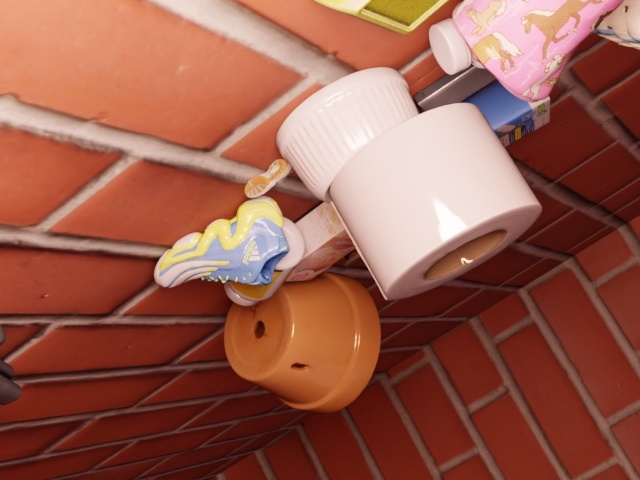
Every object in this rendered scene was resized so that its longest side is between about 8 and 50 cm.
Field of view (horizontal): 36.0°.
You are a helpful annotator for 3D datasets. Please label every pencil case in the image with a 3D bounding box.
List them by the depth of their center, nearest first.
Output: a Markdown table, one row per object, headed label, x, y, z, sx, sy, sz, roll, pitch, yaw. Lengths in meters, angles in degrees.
| label | x | y | z | sx | sy | sz | roll | pitch | yaw |
| --- | --- | --- | --- | --- | --- | --- | --- | --- | --- |
| pencil case | 0.321 | -0.336 | 1.098 | 0.160 | 0.167 | 0.386 | 28 | 123 | -24 |

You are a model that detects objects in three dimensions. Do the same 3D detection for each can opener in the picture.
| label | x | y | z | sx | sy | sz | roll | pitch | yaw |
| --- | --- | --- | --- | --- | --- | --- | --- | --- | --- |
| can opener | -0.509 | 0.193 | 1.540 | 0.095 | 0.076 | 0.283 | -25 | 164 | -8 |

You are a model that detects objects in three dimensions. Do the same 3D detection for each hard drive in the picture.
| label | x | y | z | sx | sy | sz | roll | pitch | yaw |
| --- | --- | --- | --- | --- | --- | --- | --- | --- | --- |
| hard drive | 0.215 | -0.241 | 1.512 | 0.135 | 0.022 | 0.094 | -33 | 163 | 14 |

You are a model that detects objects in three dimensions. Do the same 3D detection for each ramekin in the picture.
| label | x | y | z | sx | sy | sz | roll | pitch | yaw |
| --- | --- | --- | --- | --- | --- | --- | --- | --- | --- |
| ramekin | 0.052 | -0.140 | 1.399 | 0.207 | 0.109 | 0.207 | -26 | 164 | -8 |

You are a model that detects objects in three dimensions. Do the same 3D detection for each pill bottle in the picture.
| label | x | y | z | sx | sy | sz | roll | pitch | yaw |
| --- | --- | --- | --- | --- | --- | --- | --- | --- | --- |
| pill bottle | 0.232 | -0.283 | 1.291 | 0.169 | 0.094 | 0.094 | -26 | 163 | -9 |
| pill bottle | -0.103 | 0.041 | 1.693 | 0.103 | 0.103 | 0.184 | -17 | 160 | -33 |

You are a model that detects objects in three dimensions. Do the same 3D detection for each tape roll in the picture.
| label | x | y | z | sx | sy | sz | roll | pitch | yaw |
| --- | --- | --- | --- | --- | --- | --- | --- | --- | --- |
| tape roll | 0.156 | -0.049 | 1.349 | 0.246 | 0.169 | 0.246 | -27 | 163 | -9 |

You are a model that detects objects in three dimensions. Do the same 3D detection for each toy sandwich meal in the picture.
| label | x | y | z | sx | sy | sz | roll | pitch | yaw |
| --- | --- | --- | --- | --- | --- | --- | --- | --- | --- |
| toy sandwich meal | 0.076 | 0.027 | 2.074 | 0.085 | 0.029 | 0.085 | -29 | 168 | -7 |

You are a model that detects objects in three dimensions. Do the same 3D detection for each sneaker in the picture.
| label | x | y | z | sx | sy | sz | roll | pitch | yaw |
| --- | --- | --- | --- | --- | --- | --- | --- | --- | --- |
| sneaker | -0.075 | -0.089 | 1.479 | 0.083 | 0.032 | 0.037 | -34 | 162 | 19 |
| sneaker | -0.152 | 0.036 | 1.559 | 0.240 | 0.126 | 0.091 | -34 | 162 | 17 |

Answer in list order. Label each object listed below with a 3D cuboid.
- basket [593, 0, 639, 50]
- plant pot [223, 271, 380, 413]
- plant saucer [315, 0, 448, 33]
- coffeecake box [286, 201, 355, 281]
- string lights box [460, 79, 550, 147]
| label | x | y | z | sx | sy | sz | roll | pitch | yaw |
| --- | --- | --- | --- | --- | --- | --- | --- | --- | --- |
| basket | 0.494 | -0.320 | 1.258 | 0.289 | 0.255 | 0.201 | 2 | 109 | -31 |
| plant pot | -0.054 | 0.193 | 1.965 | 0.203 | 0.291 | 0.291 | 15 | 136 | -44 |
| plant saucer | 0.109 | -0.303 | 1.120 | 0.188 | 0.045 | 0.188 | -37 | 162 | 27 |
| coffeecake box | 0.000 | 0.000 | 1.798 | 0.185 | 0.068 | 0.142 | -36 | 163 | 25 |
| string lights box | 0.251 | -0.181 | 1.651 | 0.260 | 0.076 | 0.133 | -30 | 165 | 6 |
